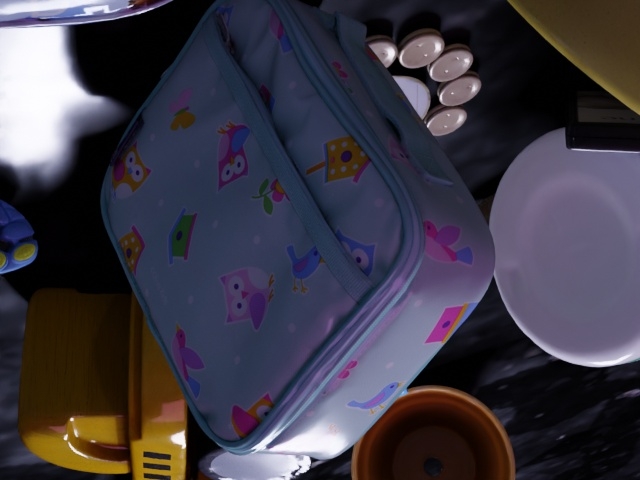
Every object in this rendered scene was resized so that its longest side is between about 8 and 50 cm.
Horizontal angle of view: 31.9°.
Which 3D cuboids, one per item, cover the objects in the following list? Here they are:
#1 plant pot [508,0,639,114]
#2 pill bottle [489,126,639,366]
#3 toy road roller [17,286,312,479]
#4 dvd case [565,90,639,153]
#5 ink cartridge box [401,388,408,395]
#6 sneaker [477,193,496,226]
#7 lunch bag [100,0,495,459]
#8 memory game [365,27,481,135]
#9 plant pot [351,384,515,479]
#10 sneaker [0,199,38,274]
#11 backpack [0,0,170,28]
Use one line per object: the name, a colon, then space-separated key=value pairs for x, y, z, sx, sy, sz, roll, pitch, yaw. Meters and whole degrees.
plant pot: x=0.256 y=-0.187 z=0.700 sx=0.212 sy=0.187 sz=0.212 roll=-5 pitch=149 yaw=-25
pill bottle: x=0.344 y=-0.009 z=1.029 sx=0.361 sy=0.204 sz=0.204 roll=-6 pitch=149 yaw=-40
toy road roller: x=-0.141 y=0.142 z=1.016 sx=0.240 sy=0.202 sz=0.329 roll=2 pitch=148 yaw=-7
dvd case: x=0.274 y=-0.090 z=0.834 sx=0.180 sy=0.022 sz=0.253 roll=4 pitch=-167 yaw=11
ink cartridge box: x=-0.001 y=0.167 z=1.274 sx=0.181 sy=0.061 sz=0.104 roll=-22 pitch=151 yaw=4
sneaker: x=0.202 y=-0.023 z=1.099 sx=0.118 sy=0.042 sz=0.067 roll=-20 pitch=148 yaw=-5
lunch bag: x=-0.027 y=-0.023 z=0.713 sx=0.108 sy=0.279 sz=0.224 roll=9 pitch=129 yaw=-43
memory game: x=0.041 y=-0.102 z=0.891 sx=0.186 sy=0.012 sz=0.186 roll=-16 pitch=152 yaw=-9
plant pot: x=0.149 y=0.303 z=1.489 sx=0.205 sy=0.205 sz=0.188 roll=-21 pitch=167 yaw=1
sneaker: x=-0.304 y=0.008 z=0.818 sx=0.188 sy=0.067 sz=0.078 roll=-11 pitch=171 yaw=-21
backpack: x=-0.113 y=-0.210 z=0.419 sx=0.263 sy=0.213 sz=0.276 roll=-16 pitch=151 yaw=-34
